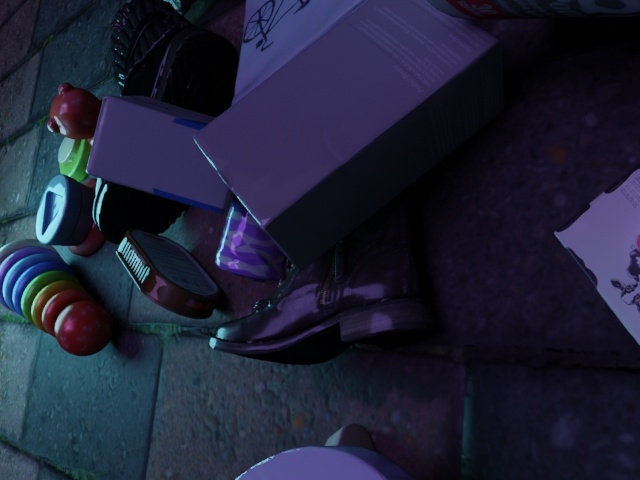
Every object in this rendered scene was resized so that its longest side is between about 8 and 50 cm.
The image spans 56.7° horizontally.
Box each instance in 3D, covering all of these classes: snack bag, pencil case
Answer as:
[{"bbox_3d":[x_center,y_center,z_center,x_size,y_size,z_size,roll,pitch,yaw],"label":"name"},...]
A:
[{"bbox_3d":[0.021,-0.328,0.668,0.323,0.037,0.343,-28,46,37],"label":"snack bag"},{"bbox_3d":[-0.055,-0.049,0.677,0.088,0.086,0.206,16,92,14],"label":"pencil case"}]

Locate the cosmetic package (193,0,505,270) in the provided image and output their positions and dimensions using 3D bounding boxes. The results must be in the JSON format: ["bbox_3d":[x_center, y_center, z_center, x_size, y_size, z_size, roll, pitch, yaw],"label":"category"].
[{"bbox_3d":[0.027,-0.101,0.512,0.238,0.107,0.127,-38,60,1],"label":"cosmetic package"}]

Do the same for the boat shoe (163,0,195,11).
[{"bbox_3d":[-0.201,-0.451,0.944,0.341,0.122,0.110,12,50,45],"label":"boat shoe"}]

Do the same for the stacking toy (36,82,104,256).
[{"bbox_3d":[-0.494,-0.135,1.131,0.279,0.130,0.309,3,80,47],"label":"stacking toy"}]

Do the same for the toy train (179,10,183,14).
[{"bbox_3d":[-0.248,-0.426,1.041,0.023,0.017,0.083,-16,67,32],"label":"toy train"}]

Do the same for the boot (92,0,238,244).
[{"bbox_3d":[-0.270,-0.189,0.910,0.260,0.131,0.348,37,101,43],"label":"boot"}]

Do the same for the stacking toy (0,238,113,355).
[{"bbox_3d":[-0.461,0.107,1.042,0.330,0.141,0.141,23,95,40],"label":"stacking toy"}]

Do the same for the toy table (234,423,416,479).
[{"bbox_3d":[0.023,0.259,0.444,0.274,0.161,0.252,-36,55,35],"label":"toy table"}]

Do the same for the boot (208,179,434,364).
[{"bbox_3d":[0.000,0.000,0.598,0.263,0.091,0.229,-15,67,26],"label":"boot"}]

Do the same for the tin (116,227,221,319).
[{"bbox_3d":[-0.201,0.040,0.789,0.189,0.106,0.040,39,99,45],"label":"tin"}]

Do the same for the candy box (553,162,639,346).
[{"bbox_3d":[0.265,0.001,0.330,0.196,0.070,0.165,-46,50,27],"label":"candy box"}]

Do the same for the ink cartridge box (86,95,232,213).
[{"bbox_3d":[-0.165,-0.108,0.690,0.203,0.148,0.086,-116,43,-75],"label":"ink cartridge box"}]

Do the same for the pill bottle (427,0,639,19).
[{"bbox_3d":[0.203,-0.213,0.316,0.318,0.176,0.176,22,95,48],"label":"pill bottle"}]
